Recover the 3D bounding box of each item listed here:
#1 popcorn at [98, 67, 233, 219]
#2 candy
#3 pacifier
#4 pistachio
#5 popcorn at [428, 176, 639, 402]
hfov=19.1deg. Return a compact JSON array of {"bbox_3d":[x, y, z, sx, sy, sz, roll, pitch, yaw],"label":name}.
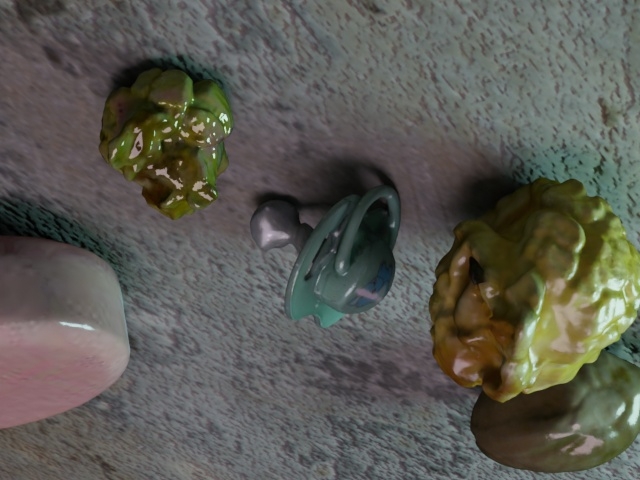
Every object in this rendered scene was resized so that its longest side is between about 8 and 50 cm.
[{"bbox_3d":[-0.110,-0.068,1.345,0.097,0.089,0.109,8,154,14],"label":"popcorn"},{"bbox_3d":[-0.283,0.078,1.547,0.255,0.094,0.255,-9,157,-4],"label":"candy"},{"bbox_3d":[0.000,0.000,1.455,0.117,0.126,0.150,33,-169,22],"label":"pacifier"},{"bbox_3d":[0.205,0.149,1.673,0.185,0.126,0.108,-20,100,39],"label":"pistachio"},{"bbox_3d":[0.159,0.041,1.420,0.170,0.180,0.180,16,148,-30],"label":"popcorn"}]
